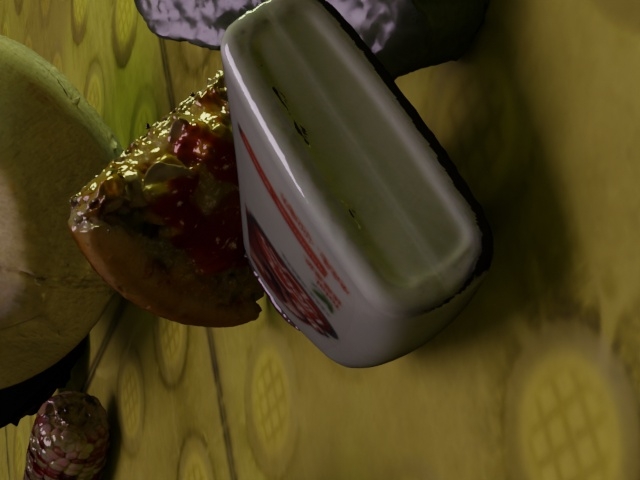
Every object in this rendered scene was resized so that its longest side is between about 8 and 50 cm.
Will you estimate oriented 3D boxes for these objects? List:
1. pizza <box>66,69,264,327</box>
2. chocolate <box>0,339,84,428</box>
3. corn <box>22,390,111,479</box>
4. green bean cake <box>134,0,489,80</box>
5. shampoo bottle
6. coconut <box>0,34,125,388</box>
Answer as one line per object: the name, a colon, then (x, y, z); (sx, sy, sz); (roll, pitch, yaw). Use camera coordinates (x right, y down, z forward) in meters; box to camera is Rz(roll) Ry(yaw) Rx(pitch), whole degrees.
pizza: (-0.061, -0.041, 0.786); (0.062, 0.188, 0.199); (20, 84, 35)
chocolate: (-0.380, 0.131, 1.474); (0.206, 0.224, 0.177); (44, 169, 17)
corn: (-0.279, 0.262, 1.315); (0.253, 0.086, 0.086); (111, 149, -41)
green bean cake: (-0.003, -0.179, 0.598); (0.185, 0.094, 0.183); (19, 116, 38)
shampoo bottle: (0.000, 0.000, 0.634); (0.153, 0.071, 0.284); (55, 164, 9)
coconut: (-0.347, -0.030, 1.180); (0.360, 0.346, 0.346); (-102, 17, -80)
